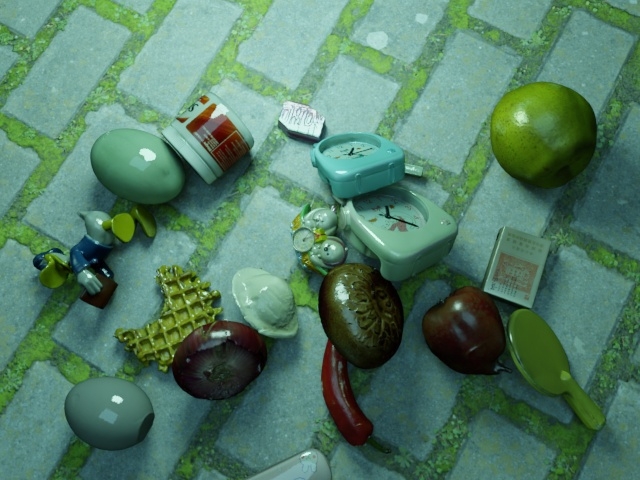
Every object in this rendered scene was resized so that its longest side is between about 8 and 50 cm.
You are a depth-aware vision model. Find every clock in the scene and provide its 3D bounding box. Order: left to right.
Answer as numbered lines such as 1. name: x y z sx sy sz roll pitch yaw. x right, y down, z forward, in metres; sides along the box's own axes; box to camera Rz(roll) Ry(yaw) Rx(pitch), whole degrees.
1. clock: 0.000 0.000 1.419 0.144 0.103 0.231 -22 77 23
2. clock: 0.089 -0.226 1.433 0.223 0.094 0.274 -18 34 -16
3. clock: 0.183 -0.048 1.376 0.265 0.109 0.324 -23 50 -32

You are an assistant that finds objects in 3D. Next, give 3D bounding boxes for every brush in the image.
1. brush: 0.217 -0.219 1.510 0.178 0.030 0.033 15 86 17

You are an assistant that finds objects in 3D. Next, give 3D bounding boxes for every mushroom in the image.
1. mushroom: 0.114 0.188 1.306 0.163 0.278 0.297 -22 37 25

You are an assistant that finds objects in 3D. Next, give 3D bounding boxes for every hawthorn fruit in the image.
1. hawthorn fruit: 0.386 0.248 1.304 0.208 0.208 0.248 -36 70 -5

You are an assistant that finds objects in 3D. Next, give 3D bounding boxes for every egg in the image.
1. egg: -0.553 0.444 1.325 0.231 0.176 0.176 15 79 14
2. egg: -0.520 -0.211 1.453 0.282 0.203 0.203 27 80 7

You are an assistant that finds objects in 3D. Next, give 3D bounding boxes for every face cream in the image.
1. face cream: -0.319 -0.293 1.462 0.187 0.201 0.201 -43 79 -6

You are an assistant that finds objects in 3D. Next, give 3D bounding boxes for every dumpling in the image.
1. dumpling: -0.154 0.172 1.377 0.166 0.126 0.216 -18 91 -45

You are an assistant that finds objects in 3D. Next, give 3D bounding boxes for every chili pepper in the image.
1. chili pepper: 0.074 0.399 1.350 0.137 0.092 0.369 -14 80 -16

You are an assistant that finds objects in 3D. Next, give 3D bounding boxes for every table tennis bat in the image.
1. table tennis bat: 0.604 0.337 1.315 0.369 0.054 0.224 50 44 -1

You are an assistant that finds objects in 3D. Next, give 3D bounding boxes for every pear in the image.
1. pear: 0.599 -0.293 1.387 0.294 0.294 0.294 -1 77 3

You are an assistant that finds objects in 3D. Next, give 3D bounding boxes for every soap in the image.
1. soap: -0.060 -0.360 1.539 0.149 0.056 0.100 17 77 6

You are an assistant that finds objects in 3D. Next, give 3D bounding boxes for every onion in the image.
1. onion: -0.261 0.307 1.332 0.248 0.161 0.248 -2 110 -7

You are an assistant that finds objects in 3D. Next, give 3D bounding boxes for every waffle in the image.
1. waffle: -0.411 0.224 1.422 0.259 0.069 0.293 27 81 9

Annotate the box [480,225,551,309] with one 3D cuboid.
1. box: 0.538 0.075 1.410 0.141 0.058 0.201 21 80 7

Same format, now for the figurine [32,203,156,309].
1. figurine: -0.656 0.059 1.448 0.338 0.204 0.284 -10 84 13

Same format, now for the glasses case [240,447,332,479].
1. glasses case: -0.113 0.639 1.310 0.296 0.075 0.113 -25 79 -2
